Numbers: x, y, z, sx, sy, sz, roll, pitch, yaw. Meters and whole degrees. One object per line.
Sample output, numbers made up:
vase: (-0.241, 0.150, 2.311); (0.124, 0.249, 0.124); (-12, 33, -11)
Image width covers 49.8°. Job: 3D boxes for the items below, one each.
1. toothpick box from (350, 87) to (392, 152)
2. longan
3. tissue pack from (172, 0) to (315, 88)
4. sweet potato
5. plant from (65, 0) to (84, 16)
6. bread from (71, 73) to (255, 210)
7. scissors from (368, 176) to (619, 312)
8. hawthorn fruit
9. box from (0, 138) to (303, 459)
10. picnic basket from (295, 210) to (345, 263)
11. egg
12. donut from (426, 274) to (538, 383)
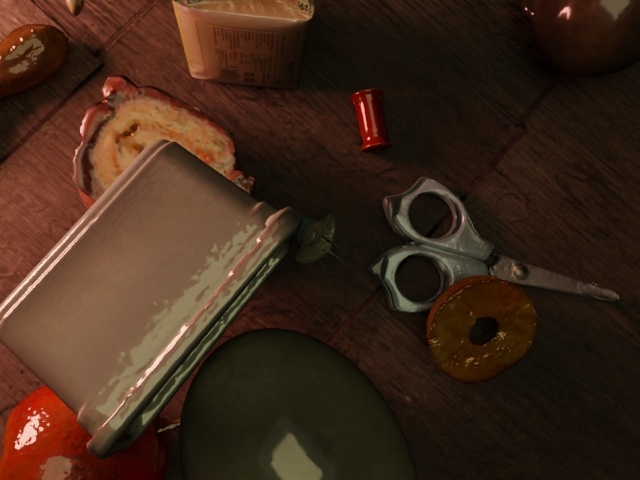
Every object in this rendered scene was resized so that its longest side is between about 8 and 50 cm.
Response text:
toothpick box: (0.071, -0.164, 0.957); (0.047, 0.047, 0.083); (-9, 87, -5)
longan: (0.366, -0.317, 0.936); (0.204, 0.159, 0.185); (27, 84, 12)
tissue pack: (-0.091, -0.285, 0.862); (0.159, 0.234, 0.125); (6, 83, -4)
sweet potato: (-0.432, -0.205, 0.920); (0.081, 0.062, 0.233); (42, 86, -1)
plant: (-0.295, -0.483, 0.954); (0.251, 0.180, 0.333); (37, 51, 7)
bread: (-0.191, -0.076, 0.893); (0.244, 0.123, 0.190); (26, 85, -1)
scissors: (0.249, 0.037, 0.960); (0.360, 0.029, 0.191); (14, 83, -2)
hawthorn fruit: (-0.263, 0.251, 0.832); (0.225, 0.196, 0.197); (-16, 86, -17)
box: (-0.183, 0.048, 0.741); (0.182, 0.175, 0.312); (39, 78, 4)
picnic basket: (0.000, 0.000, 0.933); (0.083, 0.065, 0.083); (31, 73, 21)
egg: (-0.022, 0.271, 0.808); (0.258, 0.258, 0.352); (-23, 84, -6)
donut: (0.209, 0.113, 0.921); (0.151, 0.058, 0.152); (-2, 106, -7)
